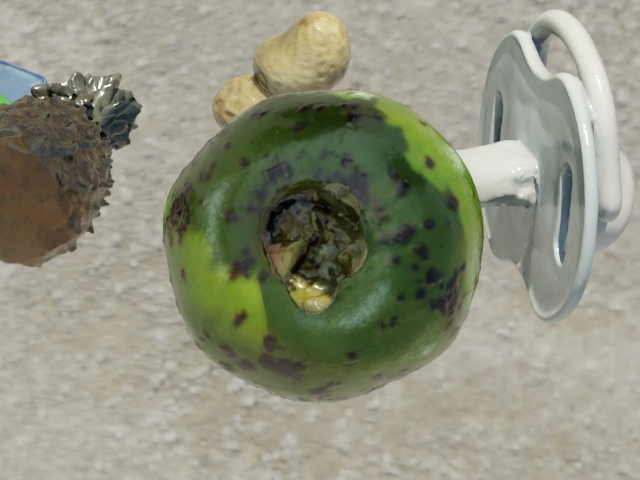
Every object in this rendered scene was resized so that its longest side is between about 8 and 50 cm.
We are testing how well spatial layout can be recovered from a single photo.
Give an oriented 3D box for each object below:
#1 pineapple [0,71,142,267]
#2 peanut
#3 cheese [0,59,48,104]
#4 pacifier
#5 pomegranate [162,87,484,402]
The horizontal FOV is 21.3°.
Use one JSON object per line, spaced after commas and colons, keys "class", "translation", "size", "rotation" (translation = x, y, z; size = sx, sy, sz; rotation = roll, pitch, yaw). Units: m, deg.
{"class": "pineapple", "translation": [-0.250, -0.092, 1.646], "size": [0.158, 0.158, 0.279], "rotation": [61, 28, -18]}
{"class": "peanut", "translation": [-0.048, -0.200, 2.126], "size": [0.104, 0.228, 0.086], "rotation": [34, 37, -19]}
{"class": "cheese", "translation": [-0.425, -0.092, 1.778], "size": [0.320, 0.204, 0.083], "rotation": [-41, 136, -31]}
{"class": "pacifier", "translation": [0.127, -0.064, 1.327], "size": [0.207, 0.279, 0.227], "rotation": [-5, 113, -10]}
{"class": "pomegranate", "translation": [0.000, 0.000, 1.081], "size": [0.211, 0.263, 0.211], "rotation": [-1, 85, 6]}
